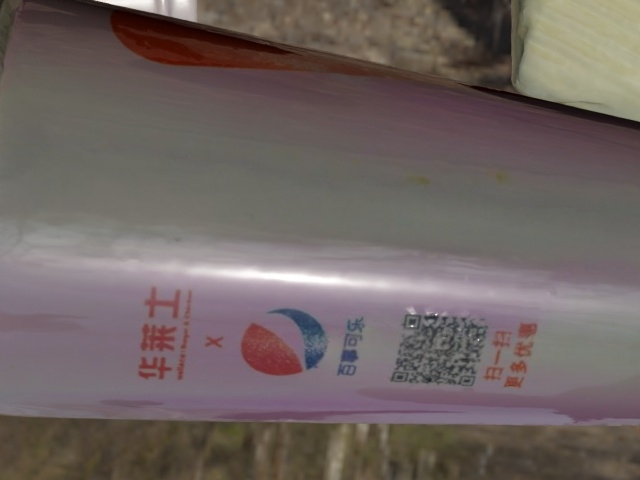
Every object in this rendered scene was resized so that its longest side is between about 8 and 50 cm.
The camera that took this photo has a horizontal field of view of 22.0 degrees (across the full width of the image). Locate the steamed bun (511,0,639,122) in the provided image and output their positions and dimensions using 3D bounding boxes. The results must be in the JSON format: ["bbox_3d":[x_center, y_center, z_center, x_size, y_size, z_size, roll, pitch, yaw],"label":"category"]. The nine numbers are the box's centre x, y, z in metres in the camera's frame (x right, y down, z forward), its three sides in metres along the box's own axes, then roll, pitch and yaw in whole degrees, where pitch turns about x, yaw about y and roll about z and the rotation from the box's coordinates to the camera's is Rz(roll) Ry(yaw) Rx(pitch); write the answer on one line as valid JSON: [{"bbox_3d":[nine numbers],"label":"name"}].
[{"bbox_3d":[0.273,-0.208,1.113,0.290,0.273,0.272,23,-151,9],"label":"steamed bun"}]

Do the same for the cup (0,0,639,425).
[{"bbox_3d":[0.000,0.000,0.710,0.288,0.203,0.203,7,166,-4],"label":"cup"}]

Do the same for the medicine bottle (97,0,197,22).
[{"bbox_3d":[-0.233,-0.208,1.387,0.250,0.133,0.133,-5,168,-11],"label":"medicine bottle"}]
